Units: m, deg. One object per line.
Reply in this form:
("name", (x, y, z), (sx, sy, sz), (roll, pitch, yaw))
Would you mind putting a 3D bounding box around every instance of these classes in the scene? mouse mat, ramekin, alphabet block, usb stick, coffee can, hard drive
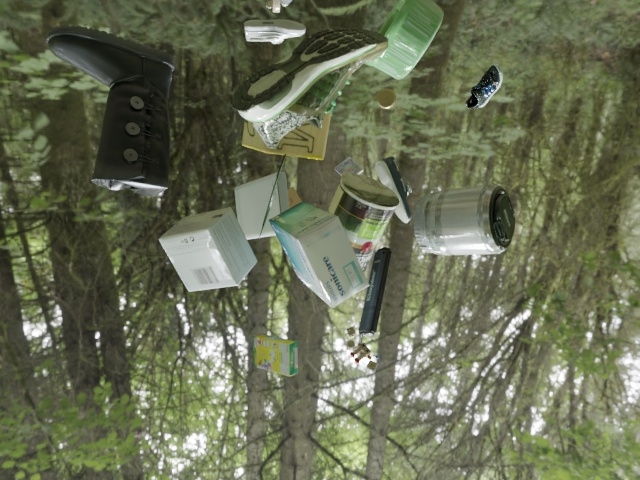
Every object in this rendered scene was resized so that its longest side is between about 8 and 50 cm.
("mouse mat", (-0.121, -0.111, 1.241), (0.007, 0.190, 0.153), (17, -150, -5))
("ramekin", (0.296, -0.723, 1.733), (0.148, 0.303, 0.303), (30, -160, -11))
("alphabet block", (-0.095, -0.346, 1.397), (0.193, 0.197, 0.192), (3, -166, -29))
("usb stick", (0.166, 0.154, 1.478), (0.045, 0.278, 0.077), (20, 158, -13))
("coffee can", (0.108, -0.050, 1.600), (0.201, 0.276, 0.202), (18, -151, -10))
("hard drive", (-0.241, -0.130, 1.990), (0.047, 0.233, 0.353), (-6, 179, -37))

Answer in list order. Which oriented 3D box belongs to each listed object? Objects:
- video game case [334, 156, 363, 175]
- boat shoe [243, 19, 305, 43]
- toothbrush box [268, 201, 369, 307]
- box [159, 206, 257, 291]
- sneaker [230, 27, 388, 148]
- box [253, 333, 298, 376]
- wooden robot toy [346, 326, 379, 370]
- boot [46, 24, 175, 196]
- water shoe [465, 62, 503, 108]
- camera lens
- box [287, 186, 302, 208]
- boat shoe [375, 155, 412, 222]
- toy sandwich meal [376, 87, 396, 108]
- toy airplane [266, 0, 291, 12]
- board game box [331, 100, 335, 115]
("video game case", (0.126, -0.315, 2.179), (0.087, 0.011, 0.122), (-38, -133, 1))
("boat shoe", (-0.199, -0.904, 2.148), (0.267, 0.088, 0.096), (-2, -133, -4))
("toothbrush box", (-0.013, 0.028, 1.365), (0.126, 0.217, 0.295), (-30, -161, -11))
("box", (-0.300, 0.027, 1.329), (0.180, 0.182, 0.119), (-10, -154, 28))
("sneaker", (-0.011, -0.366, 1.183), (0.410, 0.182, 0.158), (-32, -131, -9))
("box", (-0.148, 0.360, 1.560), (0.179, 0.105, 0.043), (2, -177, 40))
("wooden robot toy", (0.141, 0.392, 1.734), (0.076, 0.079, 0.173), (-34, -115, -9))
("boot", (-0.630, -0.374, 1.461), (0.366, 0.446, 0.146), (6, 173, -23))
("water shoe", (0.614, -0.570, 1.847), (0.080, 0.203, 0.073), (-22, -116, -19))
("camera lens", (0.470, -0.063, 1.596), (0.274, 0.220, 0.219), (-4, -168, 41))
("box", (-0.196, -0.175, 2.553), (0.201, 0.021, 0.164), (-32, -127, 2))
("boat shoe", (0.290, -0.191, 1.840), (0.079, 0.255, 0.095), (-25, 178, -18))
("toy sandwich meal", (0.263, -0.565, 1.957), (0.085, 0.086, 0.029), (13, -167, 17))
("toy airplane", (-0.132, -0.956, 1.563), (0.272, 0.386, 0.384), (6, -148, -27))
("board game box", (-0.010, -0.540, 1.815), (0.160, 0.210, 0.047), (-7, 154, 41))
